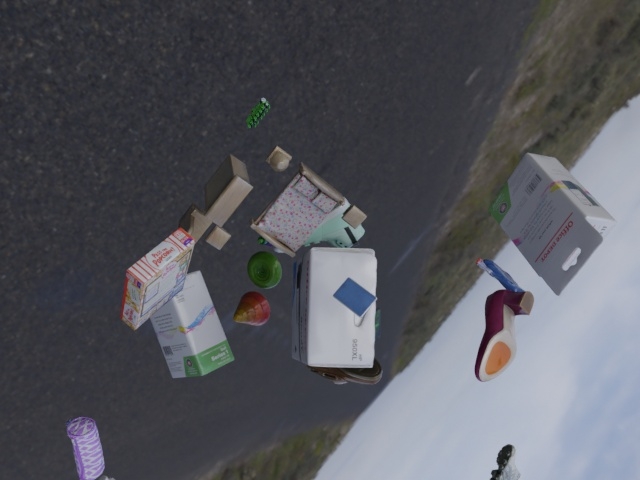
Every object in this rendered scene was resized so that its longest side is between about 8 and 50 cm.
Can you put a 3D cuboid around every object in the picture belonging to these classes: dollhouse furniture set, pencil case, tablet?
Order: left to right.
[{"bbox_3d":[-0.705,0.627,1.965,0.088,0.086,0.206,-69,160,-57],"label":"pencil case"},{"bbox_3d":[-0.104,-0.023,1.519,0.303,0.355,0.174,-49,-156,13],"label":"dollhouse furniture set"},{"bbox_3d":[0.070,0.116,1.343,0.054,0.083,0.006,-49,148,-9],"label":"tablet"}]

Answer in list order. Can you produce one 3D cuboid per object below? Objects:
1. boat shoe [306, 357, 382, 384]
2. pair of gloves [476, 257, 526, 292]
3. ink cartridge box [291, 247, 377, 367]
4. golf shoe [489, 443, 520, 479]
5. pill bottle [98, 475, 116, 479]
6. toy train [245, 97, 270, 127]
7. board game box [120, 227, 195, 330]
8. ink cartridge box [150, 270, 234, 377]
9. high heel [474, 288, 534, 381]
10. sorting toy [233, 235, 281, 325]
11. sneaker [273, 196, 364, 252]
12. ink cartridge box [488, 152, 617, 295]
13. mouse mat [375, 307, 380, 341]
[{"bbox_3d":[0.077,0.421,2.178,0.111,0.307,0.104,-35,128,-40],"label":"boat shoe"},{"bbox_3d":[0.458,0.096,1.607,0.023,0.159,0.198,-53,161,13],"label":"pair of gloves"},{"bbox_3d":[0.024,0.179,1.718,0.395,0.166,0.285,138,-47,-79],"label":"ink cartridge box"},{"bbox_3d":[0.619,0.744,2.142,0.069,0.086,0.176,-96,-162,-66],"label":"golf shoe"},{"bbox_3d":[-0.528,0.632,1.658,0.043,0.083,0.043,-28,-150,17],"label":"pill bottle"},{"bbox_3d":[-0.116,-0.234,1.200,0.017,0.024,0.083,-13,165,-33],"label":"toy train"},{"bbox_3d":[-0.328,0.080,1.315,0.147,0.045,0.193,-45,169,-39],"label":"board game box"},{"bbox_3d":[-0.386,0.242,1.874,0.117,0.278,0.201,-22,-178,-38],"label":"ink cartridge box"},{"bbox_3d":[0.367,0.202,1.418,0.117,0.082,0.244,-12,-139,55],"label":"high heel"},{"bbox_3d":[-0.215,0.130,2.123,0.126,0.127,0.365,-25,135,-62],"label":"sorting toy"},{"bbox_3d":[0.000,0.000,1.845,0.256,0.151,0.094,-29,-152,16],"label":"sneaker"},{"bbox_3d":[0.609,-0.041,1.689,0.119,0.353,0.207,7,129,-28],"label":"ink cartridge box"},{"bbox_3d":[0.164,0.348,2.386,0.189,0.007,0.152,-36,137,-36],"label":"mouse mat"}]
